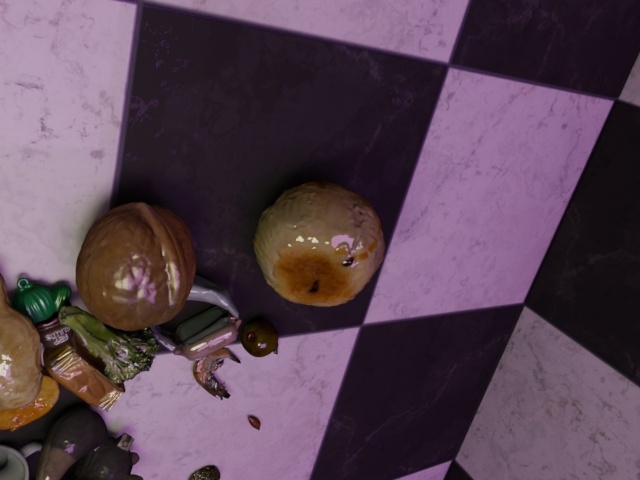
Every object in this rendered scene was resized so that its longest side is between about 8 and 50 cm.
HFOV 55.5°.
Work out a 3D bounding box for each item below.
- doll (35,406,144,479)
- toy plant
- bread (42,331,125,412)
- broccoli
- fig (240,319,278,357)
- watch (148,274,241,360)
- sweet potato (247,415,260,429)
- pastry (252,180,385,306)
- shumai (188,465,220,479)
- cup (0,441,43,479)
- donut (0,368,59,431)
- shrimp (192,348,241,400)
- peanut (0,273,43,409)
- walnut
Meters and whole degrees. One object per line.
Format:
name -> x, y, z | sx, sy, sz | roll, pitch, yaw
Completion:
doll -> -0.716, 0.715, 1.757 | 0.252, 0.382, 0.379 | -20, 121, 28
toy plant -> -0.693, 0.172, 1.539 | 0.142, 0.105, 0.200 | -27, 120, -28
bread -> -0.649, 0.358, 1.666 | 0.107, 0.136, 0.241 | -38, 132, -6
broccoli -> -0.559, 0.255, 1.593 | 0.164, 0.146, 0.304 | -20, 139, 18
fig -> -0.176, 0.341, 2.031 | 0.124, 0.124, 0.236 | -46, 149, -2
watch -> -0.382, 0.205, 1.767 | 0.253, 0.162, 0.241 | -27, 119, -12
sweet potato -> -0.242, 0.669, 2.238 | 0.034, 0.034, 0.095 | -37, 134, -11
pastry -> 0.000, 0.000, 1.778 | 0.388, 0.313, 0.389 | 1, 130, 1
shumai -> -0.412, 0.887, 2.217 | 0.123, 0.087, 0.099 | -11, 122, -32
cup -> -0.894, 0.722, 1.676 | 0.356, 0.259, 0.275 | -38, 144, -56
donut -> -0.806, 0.413, 1.631 | 0.190, 0.074, 0.174 | -33, 131, -20
shrimp -> -0.332, 0.440, 2.015 | 0.150, 0.051, 0.217 | -41, 131, -17
peanut -> -0.767, 0.218, 1.413 | 0.192, 0.169, 0.387 | -18, 104, 9
walnut -> -0.455, 0.061, 1.518 | 0.332, 0.333, 0.333 | -19, 127, -26
